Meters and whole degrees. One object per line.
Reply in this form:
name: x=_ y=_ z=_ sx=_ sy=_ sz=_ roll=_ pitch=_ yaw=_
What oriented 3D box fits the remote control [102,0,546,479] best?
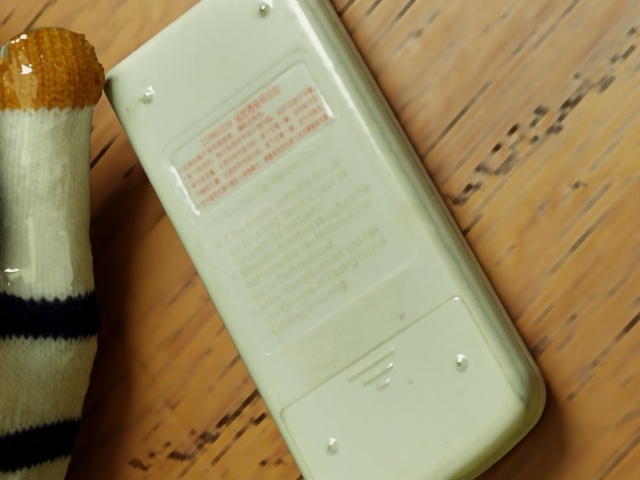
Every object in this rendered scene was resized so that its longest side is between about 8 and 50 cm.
remote control: x=0.000 y=0.000 z=0.662 sx=0.087 sy=0.029 sz=0.190 roll=-36 pitch=71 yaw=19

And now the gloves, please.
gloves: x=-0.156 y=-0.003 z=0.680 sx=0.140 sy=0.131 sz=0.218 roll=-2 pitch=103 yaw=35
